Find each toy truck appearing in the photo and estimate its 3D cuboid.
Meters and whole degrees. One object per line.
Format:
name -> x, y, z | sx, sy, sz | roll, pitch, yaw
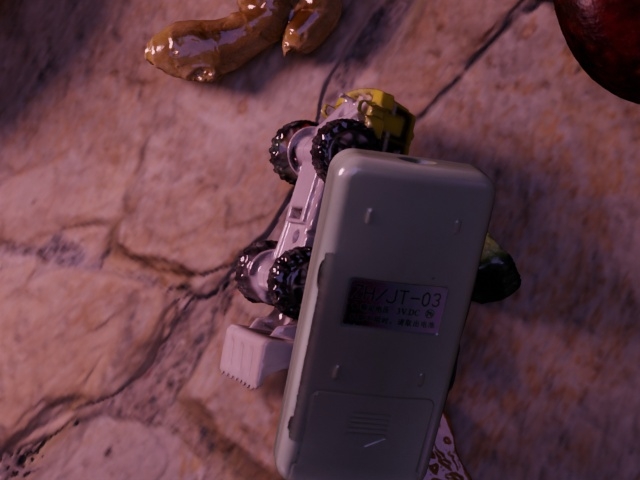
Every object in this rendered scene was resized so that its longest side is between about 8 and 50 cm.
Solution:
toy truck -> 0.000, 0.000, 1.037 | 0.111, 0.136, 0.285 | 21, 86, -22

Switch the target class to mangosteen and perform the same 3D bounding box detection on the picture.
mangosteen -> 0.287, -0.236, 1.031 | 0.261, 0.236, 0.235 | 11, 77, 51

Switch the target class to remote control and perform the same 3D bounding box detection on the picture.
remote control -> 0.050, 0.075, 0.955 | 0.140, 0.056, 0.296 | 7, 109, -12

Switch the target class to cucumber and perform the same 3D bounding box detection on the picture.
cucumber -> 0.119, 0.003, 1.035 | 0.062, 0.115, 0.116 | -39, 70, -2

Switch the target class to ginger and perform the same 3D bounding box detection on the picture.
ginger -> -0.073, -0.230, 1.124 | 0.214, 0.059, 0.133 | -18, 86, 4

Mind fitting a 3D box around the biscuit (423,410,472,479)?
biscuit -> 0.061, 0.212, 1.038 | 0.142, 0.029, 0.220 | -22, 79, 0
